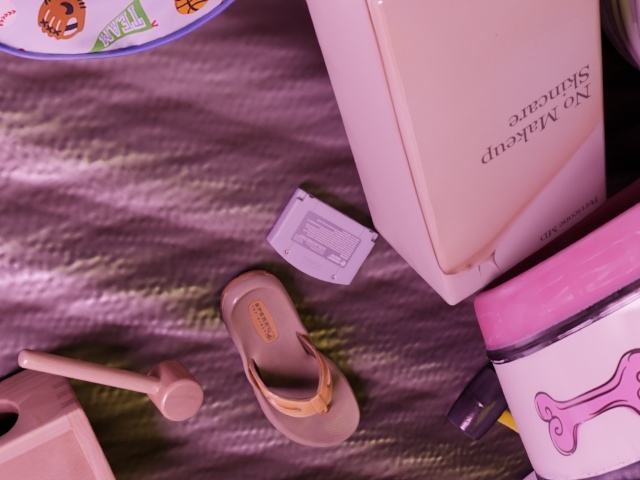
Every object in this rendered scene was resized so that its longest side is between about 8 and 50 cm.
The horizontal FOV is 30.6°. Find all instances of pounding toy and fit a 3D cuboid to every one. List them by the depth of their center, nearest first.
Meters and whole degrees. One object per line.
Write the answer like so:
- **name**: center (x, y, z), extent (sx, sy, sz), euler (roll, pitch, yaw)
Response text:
- **pounding toy**: center (-0.188, 0.135, 0.826), extent (0.206, 0.094, 0.181), euler (-26, 120, -15)

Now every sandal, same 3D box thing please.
- **sandal**: center (-0.021, 0.102, 0.921), extent (0.072, 0.049, 0.180), euler (-33, 121, -10)

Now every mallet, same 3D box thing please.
- **mallet**: center (0.196, 0.166, 1.064), extent (0.189, 0.039, 0.062), euler (24, 102, -35)

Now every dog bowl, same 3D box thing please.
- **dog bowl**: center (0.292, 0.011, 0.857), extent (0.408, 0.408, 0.150), euler (-34, 86, -10)

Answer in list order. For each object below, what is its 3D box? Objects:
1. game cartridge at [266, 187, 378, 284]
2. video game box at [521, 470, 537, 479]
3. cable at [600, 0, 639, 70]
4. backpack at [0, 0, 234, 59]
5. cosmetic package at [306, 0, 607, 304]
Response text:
- **game cartridge**: center (0.000, 0.000, 0.910), extent (0.083, 0.017, 0.056), euler (30, 92, -32)
- **video game box**: center (0.174, 0.346, 1.116), extent (0.205, 0.048, 0.187), euler (-36, 119, -8)
- **cable**: center (0.326, -0.240, 0.930), extent (0.257, 0.089, 0.257), euler (35, 93, -33)
- **backpack**: center (-0.132, -0.236, 0.649), extent (0.276, 0.213, 0.263), euler (-15, 127, -23)
- **cosmetic package**: center (0.098, -0.112, 0.795), extent (0.160, 0.113, 0.309), euler (-34, 142, -9)
